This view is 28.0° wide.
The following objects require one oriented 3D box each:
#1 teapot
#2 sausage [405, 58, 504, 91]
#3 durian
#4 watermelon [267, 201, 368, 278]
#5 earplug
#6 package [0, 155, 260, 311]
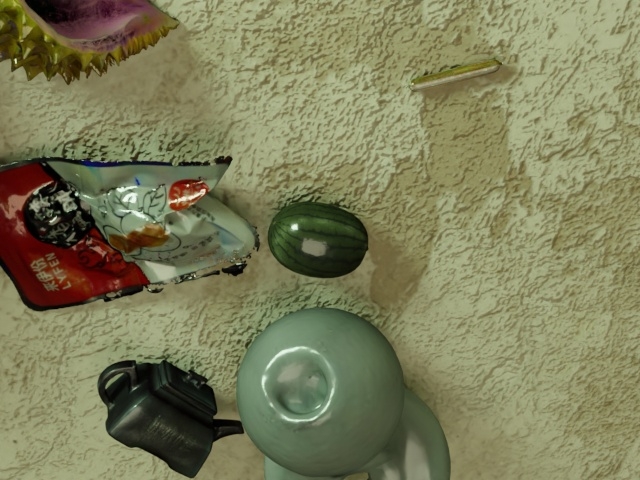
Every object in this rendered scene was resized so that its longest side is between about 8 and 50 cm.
[{"bbox_3d":[-0.163,0.182,1.415,0.177,0.087,0.096,34,108,-25],"label":"teapot"},{"bbox_3d":[0.133,-0.164,1.274,0.100,0.015,0.015,-14,123,2],"label":"sausage"},{"bbox_3d":[-0.266,-0.225,1.102,0.153,0.186,0.260,-38,107,8],"label":"durian"},{"bbox_3d":[0.000,0.000,1.325,0.110,0.078,0.078,10,121,-15],"label":"watermelon"},{"bbox_3d":[0.020,0.217,1.407,0.214,0.175,0.326,-20,124,7],"label":"earplug"},{"bbox_3d":[-0.204,-0.017,1.297,0.269,0.071,0.194,-8,122,13],"label":"package"}]
